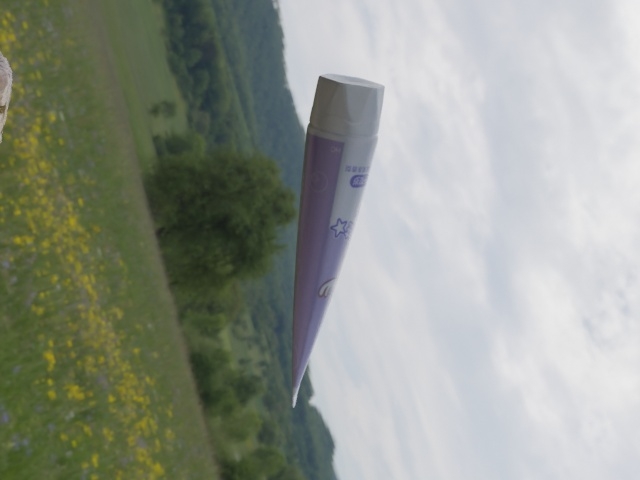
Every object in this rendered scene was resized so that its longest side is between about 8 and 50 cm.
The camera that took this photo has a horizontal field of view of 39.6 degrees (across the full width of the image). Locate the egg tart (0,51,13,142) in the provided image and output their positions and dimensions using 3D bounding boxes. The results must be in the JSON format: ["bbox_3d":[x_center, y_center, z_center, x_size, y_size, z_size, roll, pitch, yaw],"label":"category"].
[{"bbox_3d":[-0.423,-0.152,0.937,0.147,0.202,0.203,-59,-151,19],"label":"egg tart"}]

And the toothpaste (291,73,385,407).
[{"bbox_3d":[0.000,0.000,1.015,0.125,0.079,0.372,-77,179,-73],"label":"toothpaste"}]
